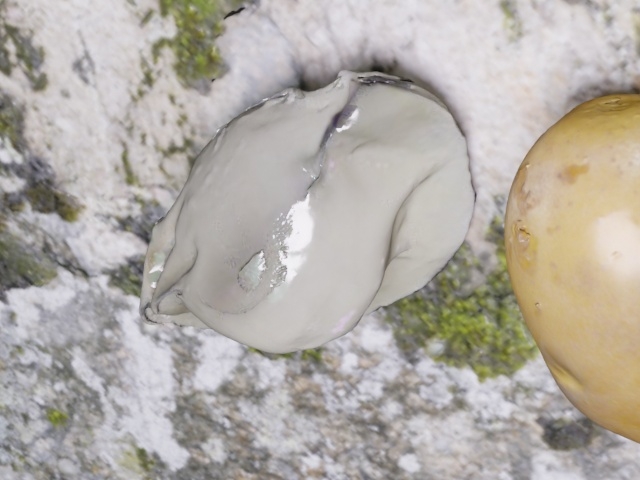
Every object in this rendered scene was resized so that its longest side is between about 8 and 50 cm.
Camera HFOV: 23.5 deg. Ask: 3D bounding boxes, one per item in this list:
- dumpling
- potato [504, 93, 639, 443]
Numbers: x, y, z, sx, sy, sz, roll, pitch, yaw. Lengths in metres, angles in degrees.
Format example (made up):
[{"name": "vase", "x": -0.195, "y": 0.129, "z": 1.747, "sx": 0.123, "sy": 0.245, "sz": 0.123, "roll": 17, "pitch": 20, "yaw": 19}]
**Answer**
[{"name": "dumpling", "x": 0.000, "y": 0.000, "z": 0.959, "sx": 0.172, "sy": 0.142, "sz": 0.247, "roll": 23, "pitch": 131, "yaw": -35}, {"name": "potato", "x": 0.187, "y": 0.028, "z": 0.866, "sx": 0.150, "sy": 0.146, "sz": 0.234, "roll": 13, "pitch": 133, "yaw": 57}]
